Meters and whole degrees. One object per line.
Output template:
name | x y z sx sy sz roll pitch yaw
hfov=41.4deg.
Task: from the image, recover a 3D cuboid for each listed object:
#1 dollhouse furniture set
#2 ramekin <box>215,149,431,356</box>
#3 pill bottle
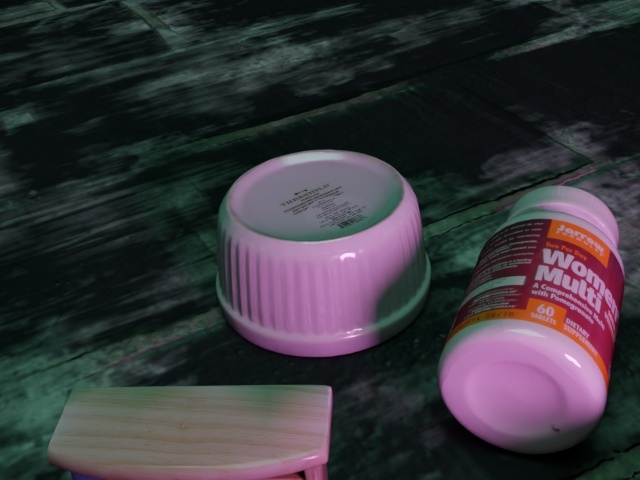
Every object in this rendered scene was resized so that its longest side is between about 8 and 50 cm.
dollhouse furniture set | -0.016 0.239 0.359 0.286 0.198 0.303 -2 35 5
ramekin | 0.000 0.000 0.790 0.207 0.109 0.207 -3 34 2
pill bottle | 0.177 0.052 0.679 0.121 0.121 0.221 9 37 20
